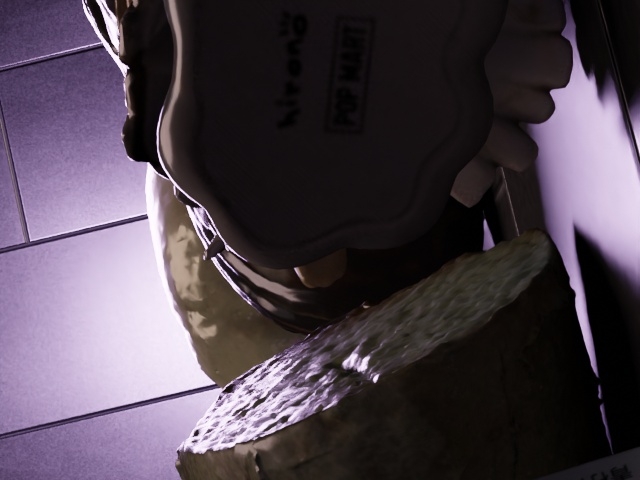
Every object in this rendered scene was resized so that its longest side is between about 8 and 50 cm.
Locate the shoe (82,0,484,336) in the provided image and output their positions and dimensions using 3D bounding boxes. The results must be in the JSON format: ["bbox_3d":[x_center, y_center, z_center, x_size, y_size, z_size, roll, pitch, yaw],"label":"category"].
[{"bbox_3d":[-0.031,-0.136,0.868,0.237,0.171,0.384,91,154,-51],"label":"shoe"}]

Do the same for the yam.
[{"bbox_3d":[0.048,0.147,0.587,0.168,0.168,0.304,-100,-5,-68],"label":"yam"}]

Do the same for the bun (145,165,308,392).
[{"bbox_3d":[0.000,0.000,1.310,0.365,0.219,0.365,-19,-90,-73],"label":"bun"}]

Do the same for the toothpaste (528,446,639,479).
[{"bbox_3d":[-0.052,0.145,0.391,0.081,0.337,0.067,-102,-7,-55],"label":"toothpaste"}]

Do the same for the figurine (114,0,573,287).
[{"bbox_3d":[-0.017,-0.107,0.548,0.387,0.166,0.207,-108,21,-69],"label":"figurine"}]
